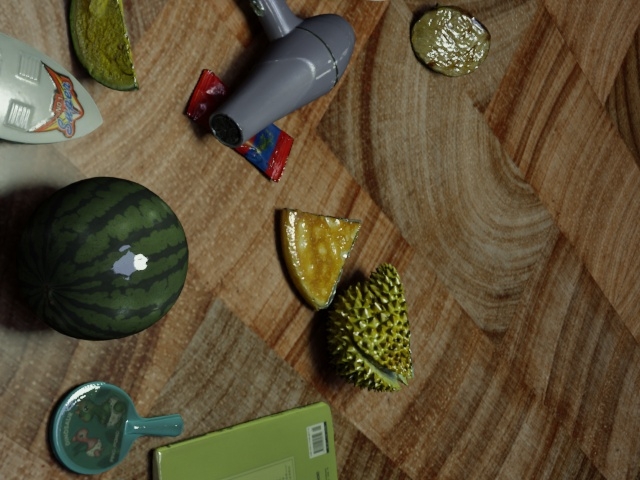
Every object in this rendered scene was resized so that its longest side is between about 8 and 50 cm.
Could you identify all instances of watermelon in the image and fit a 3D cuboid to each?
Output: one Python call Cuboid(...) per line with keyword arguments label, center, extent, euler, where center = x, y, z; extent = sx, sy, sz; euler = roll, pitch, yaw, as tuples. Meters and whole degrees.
Cuboid(label="watermelon", center=(-0.267, 0.022, 1.239), extent=(0.212, 0.212, 0.212), euler=(-1, 92, -45))
Cuboid(label="watermelon", center=(-0.272, -0.280, 1.312), extent=(0.075, 0.092, 0.181), euler=(-20, 97, -57))

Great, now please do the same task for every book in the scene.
Cuboid(label="book", center=(-0.104, 0.396, 1.532), extent=(0.352, 0.035, 0.239), euler=(-6, 94, -44))

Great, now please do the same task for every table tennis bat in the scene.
Cuboid(label="table tennis bat", center=(-0.276, 0.254, 1.360), extent=(0.201, 0.033, 0.124), euler=(7, 88, -40))

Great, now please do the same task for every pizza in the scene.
Cuboid(label="pizza", center=(0.000, 0.000, 1.624), extent=(0.176, 0.036, 0.184), euler=(-48, 122, -34))

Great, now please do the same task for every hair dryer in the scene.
Cuboid(label="hair dryer", center=(-0.118, -0.340, 1.466), extent=(0.301, 0.121, 0.361), euler=(-46, 111, -37))

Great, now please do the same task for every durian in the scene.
Cuboid(label="durian", center=(0.074, 0.139, 1.643), extent=(0.237, 0.138, 0.193), euler=(-89, 172, -71))

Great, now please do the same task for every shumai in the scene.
Cuboid(label="shumai", center=(0.241, -0.366, 1.826), extent=(0.123, 0.139, 0.105), euler=(-66, 171, 17))

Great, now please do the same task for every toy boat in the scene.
Cuboid(label="toy boat", center=(-0.387, -0.186, 1.194), extent=(0.295, 0.088, 0.129), euler=(17, 79, -43))

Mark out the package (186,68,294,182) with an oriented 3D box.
Cuboid(label="package", center=(-0.118, -0.172, 1.512), extent=(0.200, 0.022, 0.083), euler=(36, 66, -38))
